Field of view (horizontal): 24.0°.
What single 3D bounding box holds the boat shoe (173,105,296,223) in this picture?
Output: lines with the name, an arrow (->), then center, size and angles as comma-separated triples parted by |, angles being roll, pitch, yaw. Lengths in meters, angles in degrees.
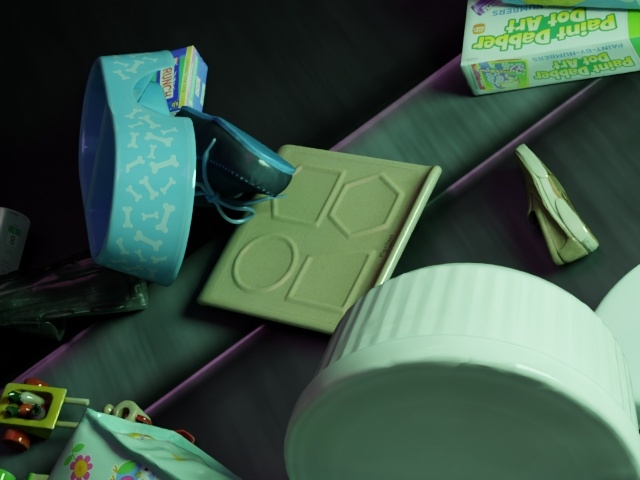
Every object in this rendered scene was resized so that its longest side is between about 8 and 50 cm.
boat shoe -> -0.097, -0.065, 1.485 | 0.089, 0.109, 0.258 | -57, 19, -3

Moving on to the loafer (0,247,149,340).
loafer -> -0.280, 0.066, 1.505 | 0.223, 0.078, 0.076 | -16, 12, 9

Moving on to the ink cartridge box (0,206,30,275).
ink cartridge box -> -0.418, 0.069, 1.611 | 0.181, 0.056, 0.224 | 5, 78, 30

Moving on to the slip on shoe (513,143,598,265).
slip on shoe -> 0.202, -0.033, 1.357 | 0.041, 0.051, 0.135 | -38, 53, 13

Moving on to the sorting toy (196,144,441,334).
sorting toy -> 0.000, 0.000, 1.446 | 0.208, 0.038, 0.193 | 8, 61, 37

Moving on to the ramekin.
ramekin -> 0.114, 0.135, 1.140 | 0.273, 0.273, 0.127 | -8, 41, 22

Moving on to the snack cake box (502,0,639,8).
snack cake box -> 0.301, -0.301, 1.405 | 0.264, 0.089, 0.152 | 8, 59, 31

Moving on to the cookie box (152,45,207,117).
cookie box -> -0.183, -0.158, 1.649 | 0.107, 0.040, 0.092 | -11, 51, 19

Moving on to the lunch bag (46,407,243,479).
lunch bag -> -0.118, 0.290, 1.177 | 0.262, 0.160, 0.223 | 30, 91, 35

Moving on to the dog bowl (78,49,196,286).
dog bowl -> -0.185, -0.078, 1.467 | 0.074, 0.166, 0.297 | 6, 31, -17

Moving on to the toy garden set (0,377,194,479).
toy garden set -> -0.232, 0.221, 1.387 | 0.244, 0.049, 0.204 | 0, 57, 27

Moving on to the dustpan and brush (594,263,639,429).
dustpan and brush -> 0.239, 0.108, 1.233 | 0.211, 0.060, 0.147 | -24, 61, 1

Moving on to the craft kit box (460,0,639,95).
craft kit box -> 0.271, -0.269, 1.491 | 0.250, 0.061, 0.246 | -7, 56, 23
